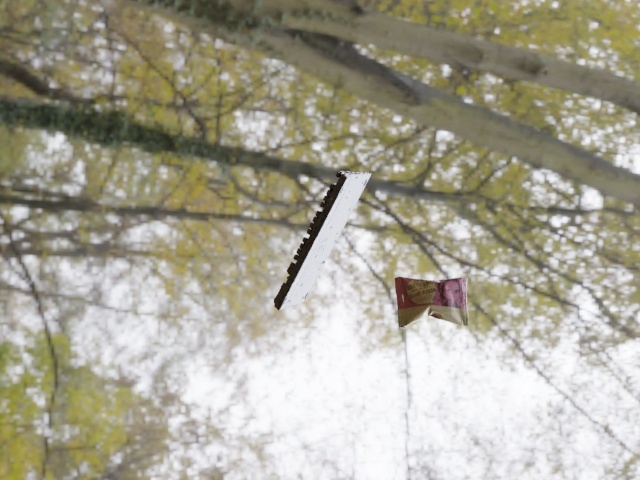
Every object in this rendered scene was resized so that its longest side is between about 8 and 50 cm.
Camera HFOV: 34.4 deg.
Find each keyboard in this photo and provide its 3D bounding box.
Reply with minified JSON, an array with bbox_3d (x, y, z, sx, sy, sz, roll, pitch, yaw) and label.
[{"bbox_3d":[0.000,0.000,1.234,0.018,0.060,0.195,40,-64,27],"label":"keyboard"}]

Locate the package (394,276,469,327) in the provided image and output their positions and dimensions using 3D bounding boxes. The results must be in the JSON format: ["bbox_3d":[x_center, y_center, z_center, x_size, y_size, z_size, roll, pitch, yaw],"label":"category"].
[{"bbox_3d":[0.126,0.069,1.160,0.029,0.083,0.059,101,-12,-72],"label":"package"}]
